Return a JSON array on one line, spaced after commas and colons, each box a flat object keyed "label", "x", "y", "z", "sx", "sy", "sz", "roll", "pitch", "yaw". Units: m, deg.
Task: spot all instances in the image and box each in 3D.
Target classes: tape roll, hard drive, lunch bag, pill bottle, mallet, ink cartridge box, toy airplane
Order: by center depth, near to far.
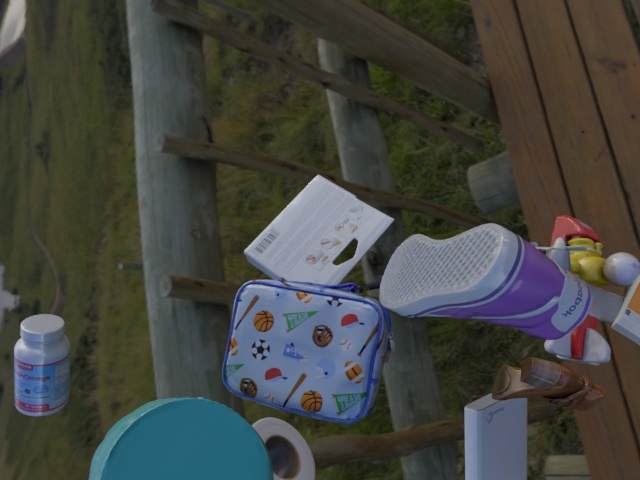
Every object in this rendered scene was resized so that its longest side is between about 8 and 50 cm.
[{"label": "pill bottle", "x": -0.476, "y": 0.211, "z": 0.958, "sx": 0.087, "sy": 0.087, "sz": 0.160, "roll": 31, "pitch": 119, "yaw": 45}, {"label": "lunch bag", "x": -0.019, "y": 0.189, "z": 1.019, "sx": 0.304, "sy": 0.115, "sz": 0.243, "roll": 8, "pitch": 82, "yaw": 17}, {"label": "mallet", "x": 0.171, "y": 0.088, "z": 1.155, "sx": 0.039, "sy": 0.190, "sz": 0.062, "roll": -111, "pitch": 6, "yaw": -52}, {"label": "ink cartridge box", "x": 0.000, "y": 0.000, "z": 1.304, "sx": 0.239, "sy": 0.060, "sz": 0.275, "roll": 33, "pitch": 69, "yaw": 26}, {"label": "hard drive", "x": 0.419, "y": 0.540, "z": 1.322, "sx": 0.047, "sy": 0.233, "sz": 0.352, "roll": 2, "pitch": 94, "yaw": 46}, {"label": "toy airplane", "x": 0.701, "y": 0.133, "z": 1.455, "sx": 0.384, "sy": 0.386, "sz": 0.272, "roll": 55, "pitch": 137, "yaw": 4}, {"label": "tape roll", "x": -0.158, "y": 0.657, "z": 1.599, "sx": 0.169, "sy": 0.246, "sz": 0.246, "roll": -45, "pitch": 54, "yaw": 27}]

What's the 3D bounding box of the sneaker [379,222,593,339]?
[{"label": "sneaker", "x": 0.180, "y": 0.065, "z": 0.647, "sx": 0.102, "sy": 0.161, "sz": 0.282, "roll": -68, "pitch": 15, "yaw": -9}]

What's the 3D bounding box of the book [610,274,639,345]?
[{"label": "book", "x": 0.660, "y": 0.146, "z": 1.126, "sx": 0.096, "sy": 0.144, "sz": 0.035, "roll": 35, "pitch": 150, "yaw": 16}]

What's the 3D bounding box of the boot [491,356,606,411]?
[{"label": "boot", "x": 0.435, "y": 0.294, "z": 1.090, "sx": 0.197, "sy": 0.152, "sz": 0.073, "roll": 115, "pitch": 175, "yaw": -64}]

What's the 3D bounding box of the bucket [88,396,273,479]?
[{"label": "bucket", "x": -0.216, "y": 0.372, "z": 0.854, "sx": 0.183, "sy": 0.281, "sz": 0.281, "roll": 139, "pitch": 127, "yaw": -59}]
